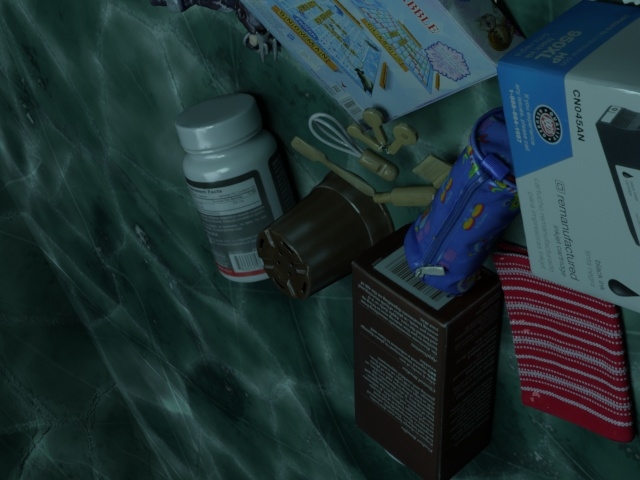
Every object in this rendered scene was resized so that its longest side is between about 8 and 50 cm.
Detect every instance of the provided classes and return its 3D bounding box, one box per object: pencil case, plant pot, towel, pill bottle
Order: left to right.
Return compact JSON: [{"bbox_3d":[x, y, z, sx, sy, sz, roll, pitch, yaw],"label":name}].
[{"bbox_3d":[-0.132,-0.088,1.982,0.161,0.161,0.283,17,132,49],"label":"pill bottle"},{"bbox_3d":[0.000,0.000,1.868,0.167,0.165,0.167,38,146,31],"label":"plant pot"},{"bbox_3d":[0.200,-0.042,1.558,0.119,0.133,0.306,41,147,9],"label":"pencil case"},{"bbox_3d":[0.334,0.143,1.649,0.199,0.031,0.275,19,134,46],"label":"towel"}]

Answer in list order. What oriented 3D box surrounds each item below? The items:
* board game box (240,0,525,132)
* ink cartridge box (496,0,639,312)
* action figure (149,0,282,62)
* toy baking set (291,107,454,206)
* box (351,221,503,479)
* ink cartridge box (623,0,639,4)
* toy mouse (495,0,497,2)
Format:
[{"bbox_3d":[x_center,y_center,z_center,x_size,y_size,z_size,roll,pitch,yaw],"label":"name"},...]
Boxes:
[{"bbox_3d":[0.048,-0.301,1.513,0.319,0.066,0.318,45,154,-16],"label":"board game box"},{"bbox_3d":[0.395,-0.061,1.216,0.395,0.166,0.285,21,137,45],"label":"ink cartridge box"},{"bbox_3d":[-0.133,-0.372,1.778,0.285,0.099,0.185,29,133,34],"label":"action figure"},{"bbox_3d":[0.084,-0.116,1.692,0.256,0.030,0.197,-4,136,48],"label":"toy baking set"},{"bbox_3d":[0.160,0.182,1.839,0.191,0.143,0.381,35,142,33],"label":"box"},{"bbox_3d":[0.312,-0.384,1.067,0.211,0.121,0.289,-13,108,59],"label":"ink cartridge box"},{"bbox_3d":[0.203,-0.341,1.364,0.161,0.031,0.143,24,137,44],"label":"toy mouse"}]
